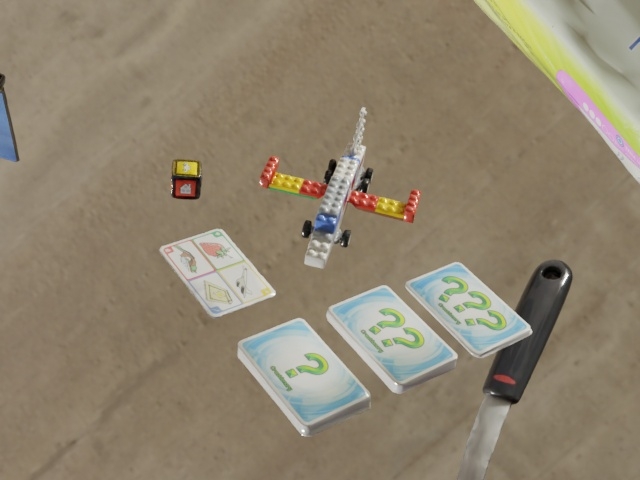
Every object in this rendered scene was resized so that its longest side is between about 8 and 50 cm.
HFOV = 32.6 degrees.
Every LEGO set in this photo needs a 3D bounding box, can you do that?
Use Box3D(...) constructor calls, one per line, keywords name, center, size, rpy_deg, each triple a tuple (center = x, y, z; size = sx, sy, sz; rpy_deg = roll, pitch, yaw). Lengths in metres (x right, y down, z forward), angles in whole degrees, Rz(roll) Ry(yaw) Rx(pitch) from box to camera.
Box3D(name="LEGO set", center=(0.000, 0.000, 0.722), size=(0.182, 0.244, 0.060), rpy_deg=(-19, -43, -29))

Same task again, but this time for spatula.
Box3D(name="spatula", center=(0.111, 0.128, 0.724), size=(0.297, 0.084, 0.030), rpy_deg=(-61, -28, -27))

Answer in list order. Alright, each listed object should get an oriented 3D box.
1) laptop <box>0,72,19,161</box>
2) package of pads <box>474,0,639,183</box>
Box3D(name="laptop", center=(-0.551, -0.111, 1.161), size=(0.408, 0.381, 0.236), rpy_deg=(-83, 11, -51))
Box3D(name="package of pads", center=(0.198, -0.138, 0.492), size=(0.229, 0.297, 0.101), rpy_deg=(-38, -33, 11))
